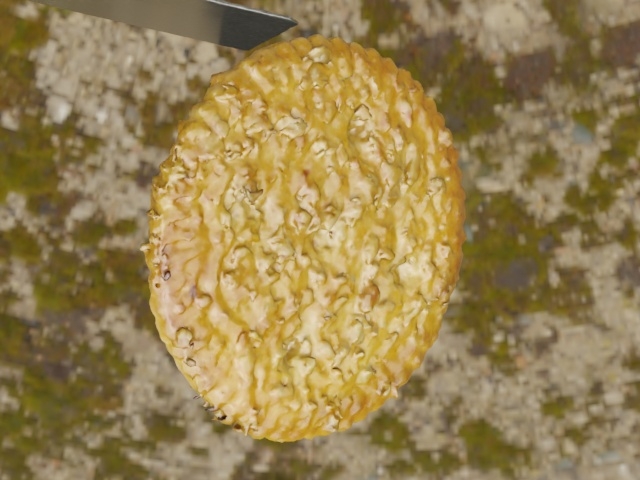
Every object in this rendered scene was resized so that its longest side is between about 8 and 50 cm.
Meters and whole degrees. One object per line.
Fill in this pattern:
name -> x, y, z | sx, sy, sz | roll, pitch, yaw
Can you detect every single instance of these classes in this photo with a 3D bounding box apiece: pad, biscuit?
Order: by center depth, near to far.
pad -> -0.086, -0.091, 0.564 | 0.143, 0.211, 0.003 | 12, 93, -9
biscuit -> 0.000, 0.000, 0.931 | 0.035, 0.254, 0.254 | 10, 147, 50
